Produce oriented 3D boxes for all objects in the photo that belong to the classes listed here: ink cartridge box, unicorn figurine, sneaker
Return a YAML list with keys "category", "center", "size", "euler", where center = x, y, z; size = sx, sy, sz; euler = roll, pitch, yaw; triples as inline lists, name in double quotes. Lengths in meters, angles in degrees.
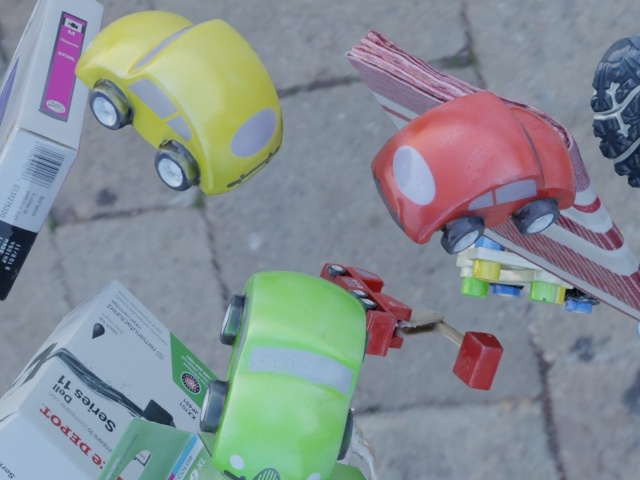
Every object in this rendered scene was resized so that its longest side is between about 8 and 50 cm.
- category: "ink cartridge box"
  center: [-0.193, 0.157, 1.512]
  size: [0.153, 0.208, 0.087]
  euler: [45, 125, -11]
- category: "ink cartridge box"
  center: [-0.064, 0.205, 1.242]
  size: [0.109, 0.209, 0.062]
  euler: [-59, 38, 17]
- category: "unicorn figurine"
  center: [0.014, 0.180, 1.425]
  size: [0.060, 0.162, 0.111]
  euler: [-22, 99, 0]
- category: "ink cartridge box"
  center: [-0.272, -0.119, 1.632]
  size: [0.069, 0.371, 0.176]
  euler: [21, 120, -17]
- category: "sneaker"
  center: [0.333, -0.082, 1.439]
  size: [0.283, 0.122, 0.110]
  euler: [42, 142, -24]

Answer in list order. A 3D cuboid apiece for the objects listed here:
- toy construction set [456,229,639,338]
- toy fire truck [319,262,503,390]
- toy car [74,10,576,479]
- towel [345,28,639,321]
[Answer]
- category: "toy construction set"
  center: [0.286, 0.033, 1.892]
  size: [0.327, 0.151, 0.215]
  euler: [28, 166, -22]
- category: "toy fire truck"
  center: [0.086, 0.083, 1.725]
  size: [0.135, 0.192, 0.047]
  euler: [10, 108, -25]
- category: "toy car"
  center: [0.000, 0.000, 0.731]
  size: [0.239, 0.225, 0.053]
  euler: [15, 143, -8]
- category: "towel"
  center: [0.173, -0.048, 1.509]
  size: [0.237, 0.329, 0.037]
  euler: [32, 80, 36]
